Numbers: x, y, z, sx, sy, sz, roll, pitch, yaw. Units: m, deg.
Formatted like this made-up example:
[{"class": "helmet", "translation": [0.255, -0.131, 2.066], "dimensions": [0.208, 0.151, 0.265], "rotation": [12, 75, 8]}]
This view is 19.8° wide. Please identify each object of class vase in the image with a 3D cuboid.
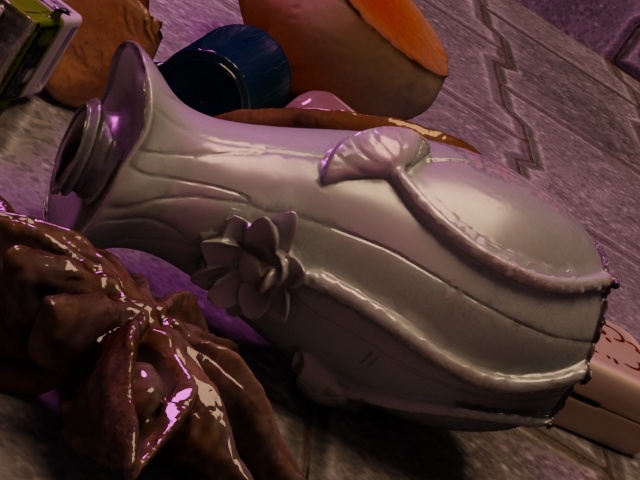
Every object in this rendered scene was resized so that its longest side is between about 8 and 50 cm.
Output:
[{"class": "vase", "translation": [0.000, 0.000, 1.483], "dimensions": [0.445, 0.250, 0.250], "rotation": [21, 22, -21]}]

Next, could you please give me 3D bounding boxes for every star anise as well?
[{"class": "star anise", "translation": [-0.149, 0.075, 1.233], "dimensions": [0.292, 0.109, 0.349], "rotation": [37, 7, 28]}]

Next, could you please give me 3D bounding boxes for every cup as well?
[{"class": "cup", "translation": [-0.117, -0.146, 1.852], "dimensions": [0.113, 0.150, 0.138], "rotation": [68, 19, -9]}]

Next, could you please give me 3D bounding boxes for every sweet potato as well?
[{"class": "sweet potato", "translation": [-0.238, -0.252, 1.835], "dimensions": [0.131, 0.131, 0.337], "rotation": [26, 21, -24]}]

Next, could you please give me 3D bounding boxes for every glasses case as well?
[{"class": "glasses case", "translation": [0.188, 0.096, 1.789], "dimensions": [0.336, 0.076, 0.144], "rotation": [24, 22, -29]}]

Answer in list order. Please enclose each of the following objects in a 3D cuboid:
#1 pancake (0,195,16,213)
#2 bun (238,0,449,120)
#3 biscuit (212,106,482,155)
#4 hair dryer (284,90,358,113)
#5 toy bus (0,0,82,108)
[{"class": "pancake", "translation": [-0.272, -0.027, 1.404], "dimensions": [0.108, 0.017, 0.108], "rotation": [33, 15, -10]}, {"class": "bun", "translation": [0.007, -0.249, 2.189], "dimensions": [0.299, 0.165, 0.299], "rotation": [44, 20, -20]}, {"class": "biscuit", "translation": [0.027, -0.074, 1.645], "dimensions": [0.260, 0.041, 0.203], "rotation": [12, -11, -12]}, {"class": "hair dryer", "translation": [-0.029, -0.053, 1.775], "dimensions": [0.189, 0.107, 0.344], "rotation": [42, 26, 20]}, {"class": "toy bus", "translation": [-0.363, -0.242, 1.639], "dimensions": [0.301, 0.113, 0.139], "rotation": [37, 15, 11]}]
